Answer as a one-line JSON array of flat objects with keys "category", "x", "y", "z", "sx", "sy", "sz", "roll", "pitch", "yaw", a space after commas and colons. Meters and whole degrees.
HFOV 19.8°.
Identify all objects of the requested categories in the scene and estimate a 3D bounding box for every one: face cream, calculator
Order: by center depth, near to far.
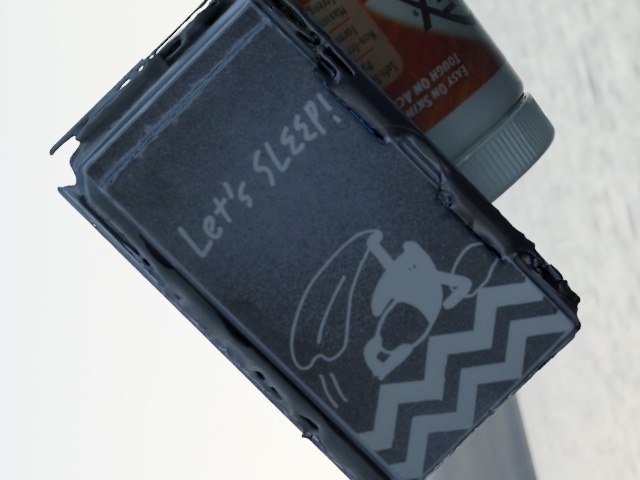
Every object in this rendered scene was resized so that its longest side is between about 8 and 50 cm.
[{"category": "calculator", "x": 0.000, "y": 0.000, "z": 0.992, "sx": 0.274, "sy": 0.166, "sz": 0.028, "roll": 46, "pitch": 180, "yaw": -6}, {"category": "face cream", "x": 0.012, "y": -0.082, "z": 1.125, "sx": 0.187, "sy": 0.201, "sz": 0.201, "roll": 53, "pitch": -173, "yaw": -5}]
